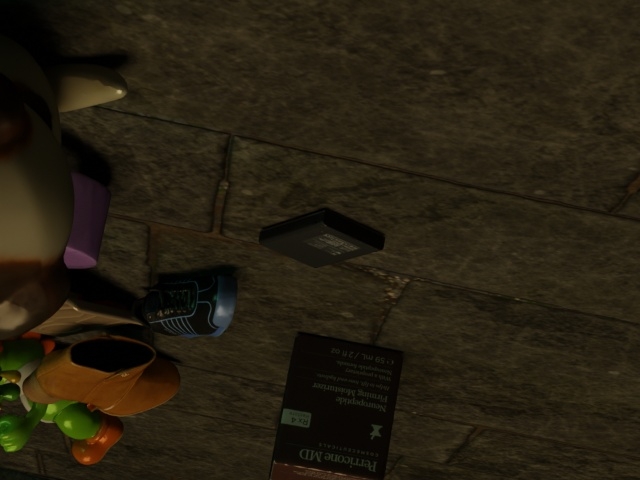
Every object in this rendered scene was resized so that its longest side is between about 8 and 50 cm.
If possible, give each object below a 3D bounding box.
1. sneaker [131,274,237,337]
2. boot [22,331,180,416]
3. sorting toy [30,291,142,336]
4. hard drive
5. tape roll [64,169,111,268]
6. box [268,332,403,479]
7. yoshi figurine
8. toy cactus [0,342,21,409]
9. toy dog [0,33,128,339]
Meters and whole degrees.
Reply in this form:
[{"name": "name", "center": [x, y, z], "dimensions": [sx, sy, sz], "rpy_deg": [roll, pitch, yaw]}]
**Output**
[{"name": "sneaker", "center": [-0.191, 0.092, 2.110], "dimensions": [0.090, 0.081, 0.232], "rpy_deg": [11, 162, -23]}, {"name": "boot", "center": [-0.303, 0.206, 2.392], "dimensions": [0.295, 0.104, 0.211], "rpy_deg": [1, 161, -37]}, {"name": "sorting toy", "center": [-0.381, 0.108, 2.251], "dimensions": [0.208, 0.038, 0.193], "rpy_deg": [-7, 166, 31]}, {"name": "hard drive", "center": [0.000, 0.000, 1.852], "dimensions": [0.094, 0.022, 0.135], "rpy_deg": [24, 156, -32]}, {"name": "tape roll", "center": [-0.388, -0.041, 1.778], "dimensions": [0.275, 0.090, 0.275], "rpy_deg": [10, 171, 2]}, {"name": "box", "center": [0.023, 0.271, 2.303], "dimensions": [0.168, 0.203, 0.167], "rpy_deg": [10, 159, -1]}, {"name": "yoshi figurine", "center": [-0.509, 0.263, 2.576], "dimensions": [0.203, 0.203, 0.362], "rpy_deg": [4, 157, 35]}, {"name": "toy cactus", "center": [-0.576, 0.220, 2.355], "dimensions": [0.180, 0.112, 0.219], "rpy_deg": [-9, 177, 38]}, {"name": "toy dog", "center": [-0.342, -0.047, 1.358], "dimensions": [0.395, 0.284, 0.408], "rpy_deg": [-6, -162, -18]}]
